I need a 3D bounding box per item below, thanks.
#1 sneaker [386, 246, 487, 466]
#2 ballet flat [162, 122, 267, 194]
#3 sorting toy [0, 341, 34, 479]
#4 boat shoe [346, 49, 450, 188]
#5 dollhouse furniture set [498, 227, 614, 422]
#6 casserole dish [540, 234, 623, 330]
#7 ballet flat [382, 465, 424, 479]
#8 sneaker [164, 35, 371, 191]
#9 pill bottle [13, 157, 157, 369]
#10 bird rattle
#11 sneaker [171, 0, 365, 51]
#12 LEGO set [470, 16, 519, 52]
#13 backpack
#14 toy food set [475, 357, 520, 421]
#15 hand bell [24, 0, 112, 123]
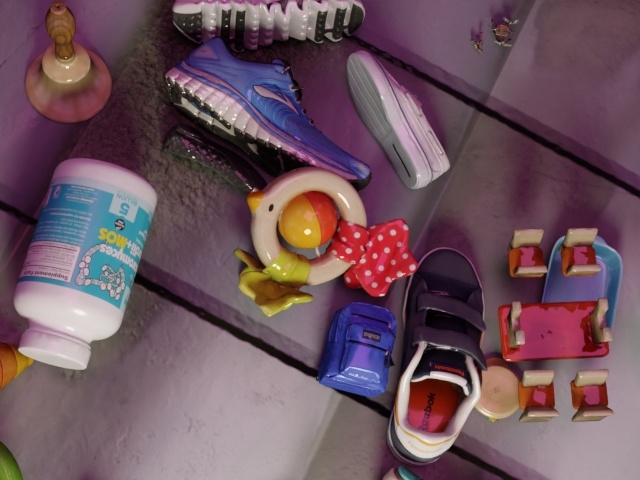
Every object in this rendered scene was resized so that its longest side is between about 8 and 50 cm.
[{"bbox_3d":[0.173,0.151,1.540,0.126,0.127,0.321,12,70,-5],"label":"sneaker"},{"bbox_3d":[-0.150,-0.111,1.610,0.173,0.057,0.049,33,112,2],"label":"ballet flat"},{"bbox_3d":[-0.389,0.278,1.434,0.126,0.127,0.365,-13,77,-44],"label":"sorting toy"},{"bbox_3d":[0.117,-0.188,1.664,0.076,0.083,0.226,-26,91,-28],"label":"boat shoe"},{"bbox_3d":[0.384,0.126,1.564,0.259,0.135,0.262,-2,73,1],"label":"dollhouse furniture set"},{"bbox_3d":[0.383,0.080,1.643,0.114,0.037,0.188,17,72,-5],"label":"casserole dish"},{"bbox_3d":[0.184,0.394,1.488,0.248,0.086,0.086,30,71,2],"label":"ballet flat"},{"bbox_3d":[-0.058,-0.187,1.599,0.330,0.130,0.147,35,73,2],"label":"sneaker"},{"bbox_3d":[-0.320,0.034,1.477,0.146,0.146,0.264,15,72,-5],"label":"pill bottle"},{"bbox_3d":[0.000,0.000,1.516,0.253,0.143,0.207,-18,109,-6],"label":"bird rattle"},{"bbox_3d":[-0.084,-0.361,1.668,0.292,0.110,0.118,-6,64,-17],"label":"sneaker"},{"bbox_3d":[0.279,-0.327,1.758,0.083,0.023,0.054,-14,74,0],"label":"LEGO set"},{"bbox_3d":[0.061,0.147,1.535,0.098,0.101,0.120,18,69,-13],"label":"backpack"},{"bbox_3d":[0.250,0.216,1.587,0.082,0.020,0.083,-36,83,-17],"label":"toy food set"},{"bbox_3d":[-0.352,-0.265,1.510,0.126,0.242,0.126,3,73,-8],"label":"hand bell"}]
